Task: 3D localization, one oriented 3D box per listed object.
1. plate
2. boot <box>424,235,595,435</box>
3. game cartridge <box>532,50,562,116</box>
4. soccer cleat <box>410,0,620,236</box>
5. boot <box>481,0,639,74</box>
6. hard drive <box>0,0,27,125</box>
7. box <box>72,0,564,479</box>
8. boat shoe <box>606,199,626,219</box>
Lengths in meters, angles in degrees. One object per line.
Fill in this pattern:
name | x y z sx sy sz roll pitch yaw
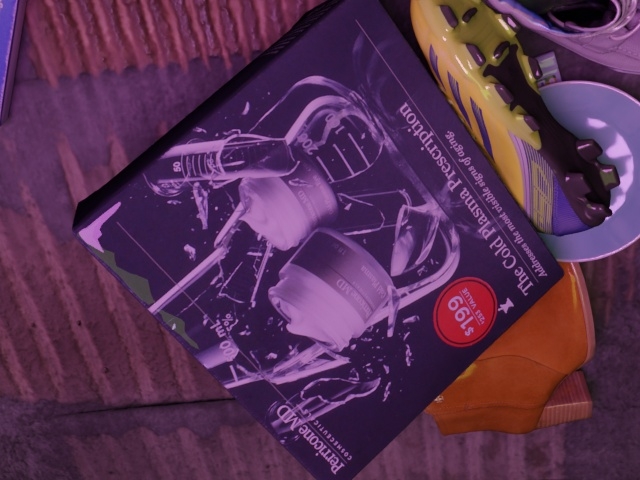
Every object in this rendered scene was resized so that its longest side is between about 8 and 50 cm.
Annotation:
plate | 0.260 -0.071 0.705 0.188 0.024 0.188 6 104 26
boot | 0.212 0.131 0.821 0.211 0.104 0.295 -9 121 10
game cartridge | 0.230 -0.152 0.718 0.056 0.017 0.083 -17 115 18
soccer cleat | 0.160 -0.107 0.626 0.289 0.093 0.121 45 146 -22
boot | 0.257 -0.206 0.624 0.259 0.123 0.095 16 118 -3
hard drive | -0.472 -0.259 0.680 0.319 0.040 0.210 16 119 -15
box | 0.000 0.000 0.661 0.312 0.179 0.343 -42 109 -6
boat shoe | 0.362 -0.061 0.732 0.233 0.084 0.079 -14 80 20
